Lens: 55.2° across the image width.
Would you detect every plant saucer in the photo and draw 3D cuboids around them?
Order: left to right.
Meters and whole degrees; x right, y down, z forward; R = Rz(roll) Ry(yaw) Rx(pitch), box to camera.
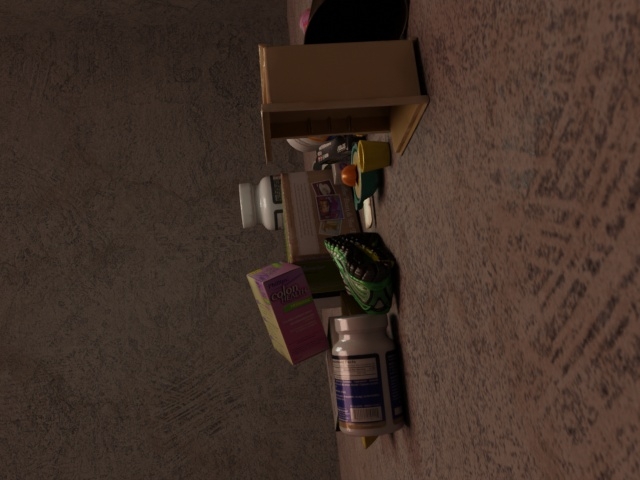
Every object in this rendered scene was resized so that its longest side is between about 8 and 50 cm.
[{"bbox_3d":[0.124,0.343,1.700,0.333,0.081,0.333,-115,20,-74],"label":"plant saucer"}]

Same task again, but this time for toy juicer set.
[{"bbox_3d":[0.088,-0.187,1.444,0.329,0.089,0.209,93,170,-65],"label":"toy juicer set"}]

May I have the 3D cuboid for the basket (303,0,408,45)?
[{"bbox_3d":[0.059,-0.437,1.128,0.204,0.154,0.227,-40,33,32],"label":"basket"}]

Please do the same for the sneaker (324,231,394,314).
[{"bbox_3d":[0.089,0.072,1.476,0.343,0.134,0.146,-111,15,-70],"label":"sneaker"}]

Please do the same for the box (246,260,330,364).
[{"bbox_3d":[-0.093,0.194,1.716,0.243,0.117,0.213,70,164,-9],"label":"box"}]

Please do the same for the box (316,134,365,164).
[{"bbox_3d":[0.045,-0.314,1.663,0.231,0.056,0.183,174,89,-69],"label":"box"}]

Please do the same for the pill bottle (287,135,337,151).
[{"bbox_3d":[0.004,-0.326,1.483,0.272,0.152,0.152,134,133,-59],"label":"pill bottle"}]

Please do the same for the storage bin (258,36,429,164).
[{"bbox_3d":[0.027,-0.233,1.082,0.260,0.262,0.123,103,162,-76],"label":"storage bin"}]

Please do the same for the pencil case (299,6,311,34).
[{"bbox_3d":[0.011,-0.595,1.772,0.284,0.124,0.124,-101,7,-56],"label":"pencil case"}]

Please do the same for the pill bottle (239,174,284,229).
[{"bbox_3d":[-0.119,-0.148,2.318,0.210,0.362,0.210,175,90,-85],"label":"pill bottle"}]

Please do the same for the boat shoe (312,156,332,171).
[{"bbox_3d":[0.029,-0.236,2.042,0.302,0.114,0.091,127,138,-66],"label":"boat shoe"}]

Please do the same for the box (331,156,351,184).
[{"bbox_3d":[0.053,-0.325,1.858,0.067,0.063,0.324,91,172,-65],"label":"box"}]

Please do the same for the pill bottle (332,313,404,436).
[{"bbox_3d":[0.107,0.305,1.419,0.153,0.153,0.265,127,138,-83],"label":"pill bottle"}]

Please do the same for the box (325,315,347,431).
[{"bbox_3d":[0.058,0.382,1.731,0.322,0.058,0.232,90,173,-59],"label":"box"}]

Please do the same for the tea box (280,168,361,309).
[{"bbox_3d":[0.000,0.000,1.931,0.324,0.219,0.329,92,171,-53],"label":"tea box"}]
